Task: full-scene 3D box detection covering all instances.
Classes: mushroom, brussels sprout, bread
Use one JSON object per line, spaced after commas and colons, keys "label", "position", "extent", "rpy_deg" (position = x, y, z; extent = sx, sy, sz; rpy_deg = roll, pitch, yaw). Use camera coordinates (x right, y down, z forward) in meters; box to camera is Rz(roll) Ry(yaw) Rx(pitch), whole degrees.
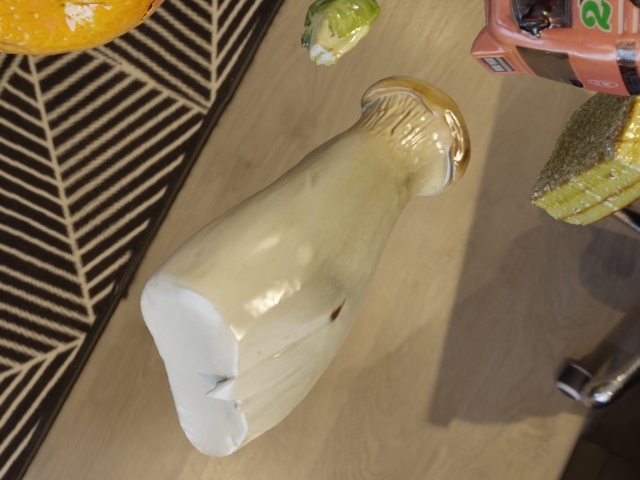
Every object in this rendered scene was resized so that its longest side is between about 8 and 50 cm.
{"label": "mushroom", "position": [0.000, 0.000, 0.648], "extent": [0.122, 0.159, 0.329], "rpy_deg": [33, 54, 14]}
{"label": "brussels sprout", "position": [0.031, -0.368, 1.434], "extent": [0.101, 0.139, 0.181], "rpy_deg": [60, 39, -19]}
{"label": "bread", "position": [0.397, -0.128, 1.108], "extent": [0.110, 0.234, 0.184], "rpy_deg": [32, 74, -3]}

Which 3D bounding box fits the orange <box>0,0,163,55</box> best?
{"label": "orange", "position": [-0.208, -0.244, 0.620], "extent": [0.219, 0.219, 0.193], "rpy_deg": [-21, 56, -13]}

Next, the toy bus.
{"label": "toy bus", "position": [0.292, -0.375, 0.896], "extent": [0.232, 0.203, 0.427], "rpy_deg": [2, 88, 25]}
